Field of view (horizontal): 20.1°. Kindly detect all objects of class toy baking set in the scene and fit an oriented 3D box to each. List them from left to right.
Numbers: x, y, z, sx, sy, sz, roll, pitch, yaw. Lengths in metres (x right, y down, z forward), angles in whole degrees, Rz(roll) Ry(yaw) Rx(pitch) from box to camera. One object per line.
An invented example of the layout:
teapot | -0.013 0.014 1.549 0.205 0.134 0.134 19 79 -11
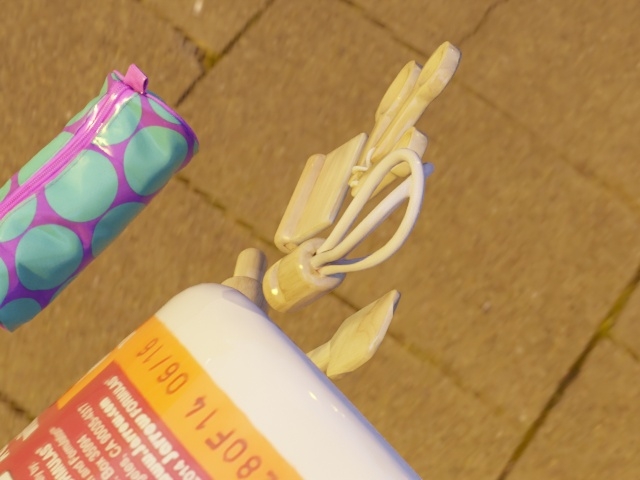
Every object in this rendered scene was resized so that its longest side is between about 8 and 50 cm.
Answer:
toy baking set | -0.003 0.004 0.840 0.030 0.197 0.256 30 33 -12

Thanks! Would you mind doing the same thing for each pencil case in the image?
pencil case | -0.137 -0.020 0.951 0.152 0.070 0.064 -45 55 -9

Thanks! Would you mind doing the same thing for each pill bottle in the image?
pill bottle | -0.063 0.122 0.354 0.221 0.121 0.121 -42 82 -5
